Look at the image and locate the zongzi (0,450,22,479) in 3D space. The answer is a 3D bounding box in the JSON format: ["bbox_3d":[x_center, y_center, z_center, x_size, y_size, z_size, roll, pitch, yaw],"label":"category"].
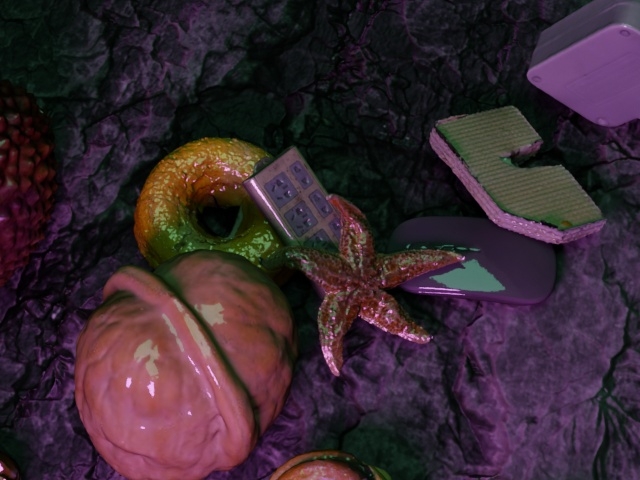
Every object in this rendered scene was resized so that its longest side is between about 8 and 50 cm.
[{"bbox_3d":[-0.534,0.259,1.755,0.286,0.134,0.288,-11,52,-10],"label":"zongzi"}]

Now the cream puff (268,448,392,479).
[{"bbox_3d":[0.014,0.340,1.664,0.189,0.129,0.189,-6,61,11],"label":"cream puff"}]

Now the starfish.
[{"bbox_3d":[0.052,0.058,1.804,0.277,0.062,0.235,0,83,-18],"label":"starfish"}]

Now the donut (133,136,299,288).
[{"bbox_3d":[-0.133,-0.027,1.900,0.253,0.118,0.253,3,69,-8],"label":"donut"}]

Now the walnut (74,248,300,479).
[{"bbox_3d":[-0.165,0.149,1.710,0.296,0.285,0.285,-33,63,-21],"label":"walnut"}]

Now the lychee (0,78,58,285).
[{"bbox_3d":[-0.490,-0.076,1.839,0.306,0.306,0.330,28,59,18],"label":"lychee"}]

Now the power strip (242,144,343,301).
[{"bbox_3d":[0.000,0.000,1.844,0.092,0.034,0.268,-38,99,-27],"label":"power strip"}]

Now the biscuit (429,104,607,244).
[{"bbox_3d":[0.271,-0.088,1.912,0.147,0.046,0.250,-17,53,-26],"label":"biscuit"}]

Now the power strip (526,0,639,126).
[{"bbox_3d":[0.443,-0.211,1.907,0.261,0.229,0.141,28,65,-20],"label":"power strip"}]

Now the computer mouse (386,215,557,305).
[{"bbox_3d":[0.204,0.026,1.871,0.232,0.057,0.120,7,60,7],"label":"computer mouse"}]
